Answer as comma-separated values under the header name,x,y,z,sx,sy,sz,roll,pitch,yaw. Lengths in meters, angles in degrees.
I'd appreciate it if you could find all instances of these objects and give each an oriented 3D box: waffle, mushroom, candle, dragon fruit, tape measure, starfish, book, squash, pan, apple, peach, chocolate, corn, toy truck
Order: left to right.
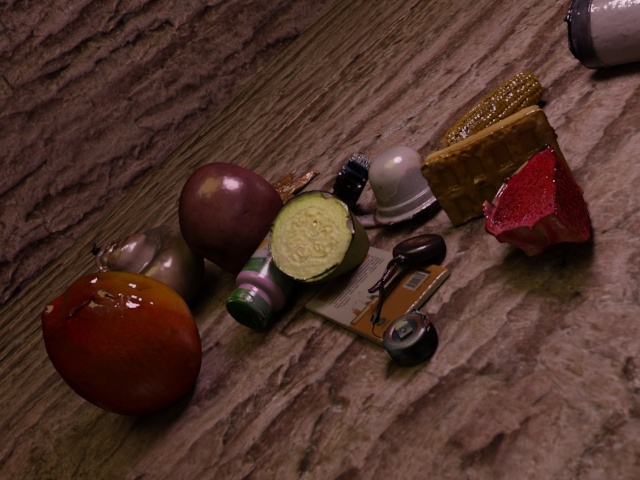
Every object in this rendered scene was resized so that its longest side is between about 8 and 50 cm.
name,x,y,z,sx,sy,sz,roll,pitch,yaw
peach,-0.439,0.226,1.512,0.372,0.373,0.290,-3,45,47
mushroom,-0.504,0.088,1.868,0.362,0.295,0.362,-29,26,16
apple,-0.238,-0.055,1.765,0.305,0.305,0.235,-4,54,46
starfish,-0.125,-0.129,2.020,0.299,0.060,0.302,-7,39,48
squash,-0.008,0.005,1.531,0.220,0.133,0.220,-8,63,16
toy truck,0.075,-0.139,1.680,0.088,0.074,0.202,-56,-6,-32
book,0.111,0.105,1.423,0.208,0.020,0.295,-45,28,-16
tape measure,0.142,0.129,1.200,0.104,0.180,0.107,-23,25,-8
pan,0.168,0.040,1.386,0.212,0.040,0.115,-34,19,-28
chocolate,0.194,-0.149,1.574,0.221,0.147,0.221,-20,23,9
corn,0.400,-0.282,1.594,0.318,0.115,0.115,-43,28,-12
waffle,0.358,-0.150,1.376,0.274,0.168,0.057,-24,24,26
dragon fruit,0.394,-0.047,1.235,0.161,0.126,0.274,-31,21,32
candle,0.717,-0.488,1.458,0.330,0.187,0.187,1,45,48

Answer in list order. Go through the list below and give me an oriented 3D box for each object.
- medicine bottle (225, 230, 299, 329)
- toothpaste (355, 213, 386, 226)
name,x,y,z,sx,sy,sz,roll,pitch,yaw
medicine bottle,-0.113,0.078,1.606,0.133,0.133,0.274,-7,41,44
toothpaste,0.097,-0.047,1.668,0.190,0.031,0.048,-4,35,42
